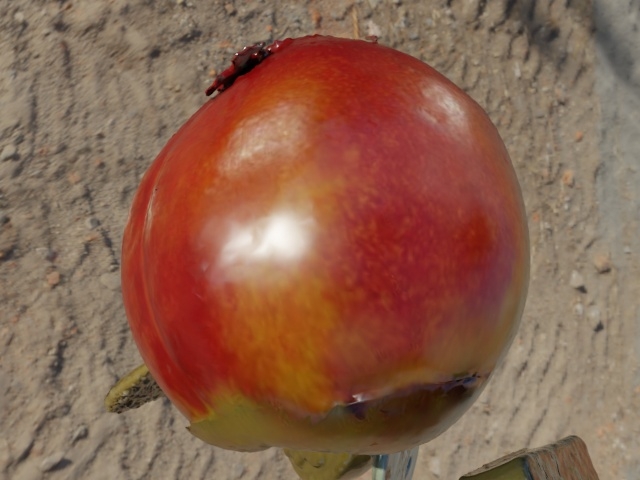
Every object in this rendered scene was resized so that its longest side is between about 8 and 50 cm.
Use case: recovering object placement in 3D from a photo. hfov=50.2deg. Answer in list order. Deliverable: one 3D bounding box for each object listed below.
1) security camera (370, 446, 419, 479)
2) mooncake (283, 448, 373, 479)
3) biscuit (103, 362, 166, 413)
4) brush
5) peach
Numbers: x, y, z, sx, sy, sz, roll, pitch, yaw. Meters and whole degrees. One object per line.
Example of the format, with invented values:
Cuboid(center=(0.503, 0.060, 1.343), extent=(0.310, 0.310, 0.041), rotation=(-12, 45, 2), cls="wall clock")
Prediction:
Cuboid(center=(0.107, 0.223, 0.963), extent=(0.157, 0.080, 0.301), rotation=(65, 37, -50), cls="security camera")
Cuboid(center=(0.016, 0.311, 1.185), extent=(0.117, 0.235, 0.234), rotation=(2, 87, -31), cls="mooncake")
Cuboid(center=(-0.160, 0.149, 0.831), extent=(0.220, 0.220, 0.033), rotation=(-20, 72, -37), cls="biscuit")
Cuboid(center=(0.167, 0.207, 0.479), extent=(0.197, 0.059, 0.123), rotation=(18, 47, -59), cls="brush")
Cuboid(center=(0.000, 0.000, 0.603), extent=(0.370, 0.370, 0.370), rotation=(2, 87, -38), cls="peach")
